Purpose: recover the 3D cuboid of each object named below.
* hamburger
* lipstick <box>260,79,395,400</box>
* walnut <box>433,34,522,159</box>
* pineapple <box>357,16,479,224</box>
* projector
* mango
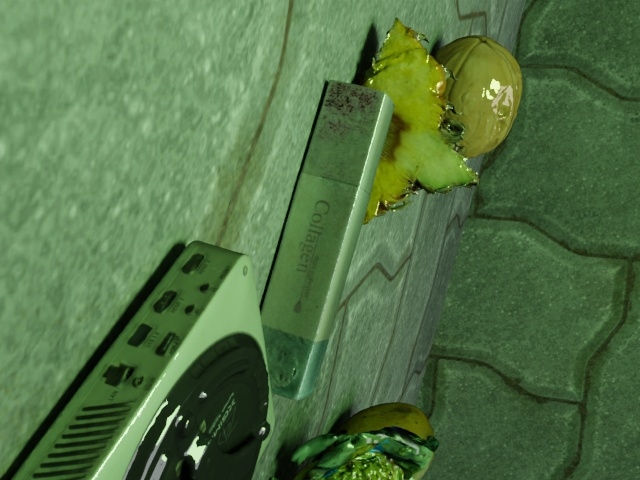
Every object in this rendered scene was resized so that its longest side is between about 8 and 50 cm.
[{"bbox_3d":[0.047,0.378,1.028,0.260,0.150,0.276,0,129,-32],"label":"hamburger"},{"bbox_3d":[0.000,0.000,0.785,0.068,0.066,0.317,16,90,-75],"label":"lipstick"},{"bbox_3d":[0.244,-0.230,1.237,0.165,0.165,0.197,-52,161,-53],"label":"walnut"},{"bbox_3d":[0.107,-0.109,0.889,0.140,0.164,0.249,41,63,-82],"label":"pineapple"},{"bbox_3d":[-0.109,0.173,0.556,0.259,0.079,0.257,87,25,-47],"label":"projector"},{"bbox_3d":[0.074,0.382,1.293,0.329,0.176,0.176,-7,89,-52],"label":"mango"}]
